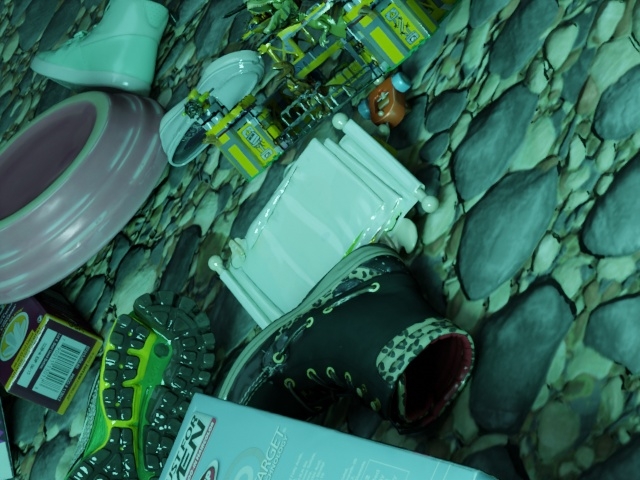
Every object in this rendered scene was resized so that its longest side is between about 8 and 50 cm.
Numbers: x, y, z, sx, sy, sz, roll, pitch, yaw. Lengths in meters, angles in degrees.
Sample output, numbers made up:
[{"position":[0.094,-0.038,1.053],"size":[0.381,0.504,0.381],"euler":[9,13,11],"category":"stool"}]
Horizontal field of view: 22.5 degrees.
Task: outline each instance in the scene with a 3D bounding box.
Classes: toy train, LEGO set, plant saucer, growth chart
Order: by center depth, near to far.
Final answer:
[{"position":[0.000,0.000,1.518],"size":[0.237,0.021,0.172],"euler":[-50,59,23],"category":"growth chart"},{"position":[-0.015,-0.230,1.552],"size":[0.331,0.192,0.255],"euler":[-34,10,48],"category":"LEGO set"},{"position":[0.038,-0.082,1.570],"size":[0.166,0.046,0.125],"euler":[-41,34,26],"category":"toy train"},{"position":[-0.332,-0.070,1.987],"size":[0.332,0.084,0.332],"euler":[-30,30,19],"category":"plant saucer"}]

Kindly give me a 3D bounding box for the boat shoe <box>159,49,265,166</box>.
[{"position":[-0.125,-0.149,1.854],"size":[0.184,0.066,0.063],"euler":[-34,53,34],"category":"boat shoe"}]

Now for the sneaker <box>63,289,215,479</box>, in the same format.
[{"position":[-0.186,0.226,1.601],"size":[0.146,0.134,0.343],"euler":[138,150,-76],"category":"sneaker"}]

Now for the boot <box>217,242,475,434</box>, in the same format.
[{"position":[0.016,0.123,1.373],"size":[0.236,0.085,0.178],"euler":[-48,32,1],"category":"boot"}]

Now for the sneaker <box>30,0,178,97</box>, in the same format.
[{"position":[-0.288,-0.270,2.162],"size":[0.256,0.094,0.151],"euler":[11,81,49],"category":"sneaker"}]

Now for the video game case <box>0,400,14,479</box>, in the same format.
[{"position":[-0.439,0.158,1.970],"size":[0.232,0.042,0.210],"euler":[-145,43,-59],"category":"video game case"}]

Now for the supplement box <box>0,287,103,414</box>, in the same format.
[{"position":[-0.345,0.120,1.939],"size":[0.104,0.081,0.188],"euler":[-60,30,2],"category":"supplement box"}]

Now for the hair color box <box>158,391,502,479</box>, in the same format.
[{"position":[0.046,0.214,1.167],"size":[0.374,0.185,0.113],"euler":[4,69,57],"category":"hair color box"}]
